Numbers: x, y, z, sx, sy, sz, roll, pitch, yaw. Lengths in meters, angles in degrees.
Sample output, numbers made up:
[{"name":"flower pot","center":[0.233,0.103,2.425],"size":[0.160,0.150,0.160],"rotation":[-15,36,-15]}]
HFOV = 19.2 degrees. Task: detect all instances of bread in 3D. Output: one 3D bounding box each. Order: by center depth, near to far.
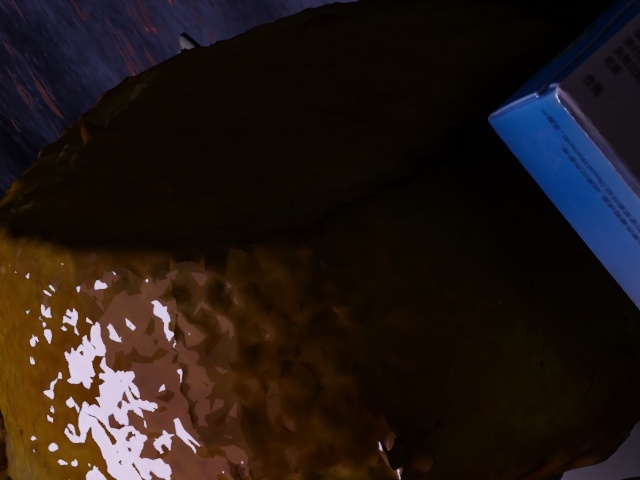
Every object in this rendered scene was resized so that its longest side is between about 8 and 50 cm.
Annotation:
[{"name":"bread","center":[0.004,0.008,0.928],"size":[0.337,0.358,0.204],"rotation":[2,116,26]}]

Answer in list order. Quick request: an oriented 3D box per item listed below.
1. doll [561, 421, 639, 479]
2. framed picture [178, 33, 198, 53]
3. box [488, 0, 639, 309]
[{"name":"doll","center":[0.185,0.165,1.008],"size":[0.226,0.215,0.370],"rotation":[16,174,-8]},{"name":"framed picture","center":[0.000,0.000,1.392],"size":[0.296,0.019,0.232],"rotation":[40,160,21]},{"name":"box","center":[0.184,-0.023,0.753],"size":[0.194,0.139,0.073],"rotation":[51,162,-6]}]
